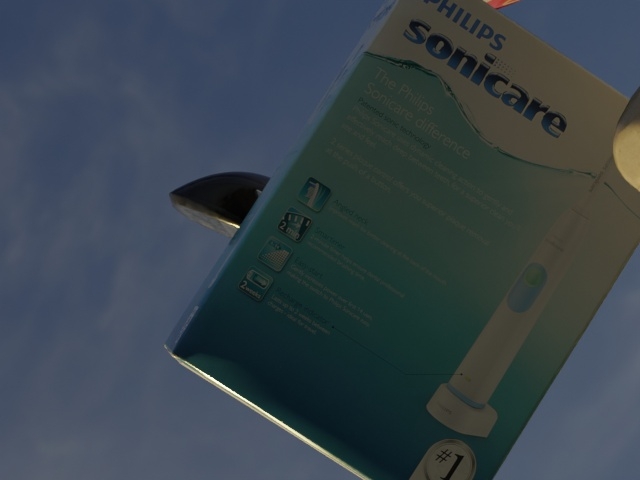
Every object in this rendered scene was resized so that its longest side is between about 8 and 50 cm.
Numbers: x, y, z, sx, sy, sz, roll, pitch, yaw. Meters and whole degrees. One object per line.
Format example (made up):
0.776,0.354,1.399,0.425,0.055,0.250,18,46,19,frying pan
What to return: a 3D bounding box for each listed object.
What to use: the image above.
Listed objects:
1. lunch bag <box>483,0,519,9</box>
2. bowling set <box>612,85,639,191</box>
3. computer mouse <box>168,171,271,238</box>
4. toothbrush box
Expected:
0.221,-0.300,1.536,0.293,0.120,0.258,-23,-19,-8,lunch bag
0.232,-0.118,0.613,0.154,0.200,0.287,-49,-19,-46,bowling set
0.000,0.000,1.652,0.060,0.262,0.184,-66,-16,-7,computer mouse
0.067,0.005,1.185,0.295,0.216,0.126,-58,6,-3,toothbrush box
